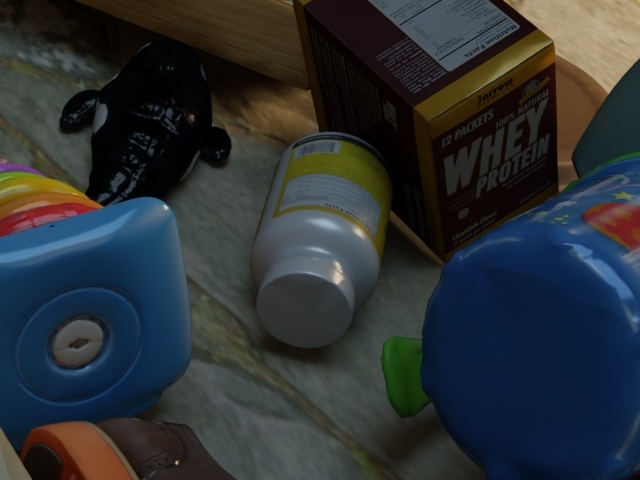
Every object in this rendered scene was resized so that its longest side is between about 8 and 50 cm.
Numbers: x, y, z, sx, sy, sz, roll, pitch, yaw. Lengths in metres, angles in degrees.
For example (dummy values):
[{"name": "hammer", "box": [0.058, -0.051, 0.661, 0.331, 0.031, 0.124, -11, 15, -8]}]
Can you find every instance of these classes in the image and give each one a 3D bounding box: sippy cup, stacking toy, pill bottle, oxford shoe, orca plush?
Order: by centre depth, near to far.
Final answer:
[{"name": "oxford shoe", "box": [-0.043, 0.224, 0.892, 0.133, 0.130, 0.363, -9, 42, -37]}, {"name": "sippy cup", "box": [0.188, 0.062, 0.983, 0.224, 0.305, 0.240, -10, 51, -50]}, {"name": "stacking toy", "box": [-0.229, 0.002, 1.113, 0.175, 0.166, 0.302, -18, 35, -22]}, {"name": "pill bottle", "box": [0.000, 0.000, 1.212, 0.103, 0.103, 0.184, 14, 37, -1]}, {"name": "orca plush", "box": [-0.161, -0.113, 1.303, 0.151, 0.102, 0.287, 25, 38, 13]}]

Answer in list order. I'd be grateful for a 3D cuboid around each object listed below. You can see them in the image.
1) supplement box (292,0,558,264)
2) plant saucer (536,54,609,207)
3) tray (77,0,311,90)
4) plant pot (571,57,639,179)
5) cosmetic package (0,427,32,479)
[{"name": "supplement box", "box": [0.093, -0.124, 1.302, 0.129, 0.191, 0.194, -33, 54, -15]}, {"name": "plant saucer", "box": [0.179, -0.129, 1.496, 0.278, 0.041, 0.278, 9, 37, -7]}, {"name": "tray", "box": [-0.161, -0.265, 1.476, 0.411, 0.076, 0.203, 23, 19, 9]}, {"name": "plant pot", "box": [0.328, -0.047, 1.283, 0.195, 0.290, 0.290, -22, 39, 9]}, {"name": "cosmetic package", "box": [-0.209, 0.205, 0.831, 0.113, 0.160, 0.309, -12, 45, -33]}]
